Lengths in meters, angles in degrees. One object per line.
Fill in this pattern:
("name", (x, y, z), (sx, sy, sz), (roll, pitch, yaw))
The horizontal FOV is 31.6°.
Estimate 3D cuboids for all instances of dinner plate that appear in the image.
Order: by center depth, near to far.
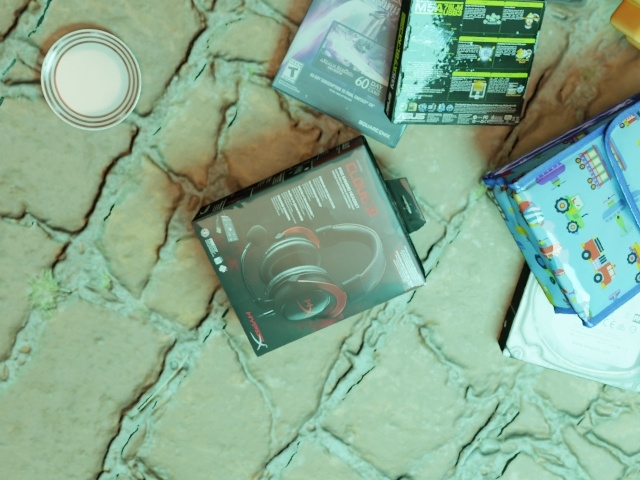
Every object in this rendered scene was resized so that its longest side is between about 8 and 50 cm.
("dinner plate", (-0.321, -0.226, 1.588), (0.141, 0.017, 0.141), (0, 104, 0))

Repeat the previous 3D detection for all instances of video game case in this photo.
("video game case", (0.077, -0.285, 1.537), (0.196, 0.026, 0.274), (26, 114, -5))

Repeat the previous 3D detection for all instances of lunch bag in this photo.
("lunch bag", (0.405, -0.059, 1.509), (0.293, 0.138, 0.221), (-31, 100, -5))

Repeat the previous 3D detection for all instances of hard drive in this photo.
("hard drive", (0.417, 0.035, 1.613), (0.237, 0.064, 0.339), (16, 102, -3))

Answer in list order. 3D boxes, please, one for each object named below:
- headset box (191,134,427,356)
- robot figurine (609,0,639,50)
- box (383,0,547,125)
("headset box", (0.000, 0.000, 1.587), (0.293, 0.110, 0.218), (-23, 101, 7))
("robot figurine", (0.483, -0.347, 1.486), (0.158, 0.128, 0.219), (40, 101, -1))
("box", (0.191, -0.244, 1.514), (0.190, 0.045, 0.184), (-1, 119, -14))
